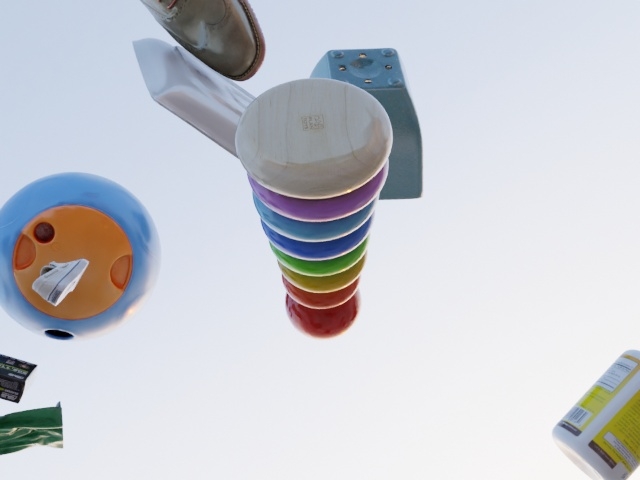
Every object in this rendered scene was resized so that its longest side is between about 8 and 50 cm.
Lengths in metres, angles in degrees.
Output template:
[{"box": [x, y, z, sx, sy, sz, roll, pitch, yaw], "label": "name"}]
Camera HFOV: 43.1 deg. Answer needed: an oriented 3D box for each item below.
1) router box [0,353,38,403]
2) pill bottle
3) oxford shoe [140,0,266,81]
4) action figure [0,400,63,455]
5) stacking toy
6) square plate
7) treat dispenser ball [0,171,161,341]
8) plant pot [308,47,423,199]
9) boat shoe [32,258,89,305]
[{"box": [-0.494, 0.196, 1.209, 0.123, 0.092, 0.038, 19, -85, -10], "label": "router box"}, {"box": [0.437, 0.236, 1.140, 0.215, 0.117, 0.117, -44, -44, -7], "label": "pill bottle"}, {"box": [-0.218, -0.353, 1.129, 0.123, 0.348, 0.130, -49, -14, 25], "label": "oxford shoe"}, {"box": [-0.525, 0.299, 1.267, 0.232, 0.063, 0.137, -4, -44, -20], "label": "action figure"}, {"box": [0.000, 0.000, 0.838, 0.141, 0.141, 0.330, -19, -38, -12], "label": "stacking toy"}, {"box": [-0.099, -0.165, 1.150, 0.344, 0.347, 0.049, 32, -78, -27], "label": "square plate"}, {"box": [-0.417, 0.027, 1.379, 0.288, 0.288, 0.288, -15, -47, -16], "label": "treat dispenser ball"}, {"box": [0.086, -0.254, 1.678, 0.248, 0.247, 0.252, -3, -43, -3], "label": "plant pot"}, {"box": [-0.262, 0.035, 0.814, 0.035, 0.100, 0.035, 32, -75, -7], "label": "boat shoe"}]
